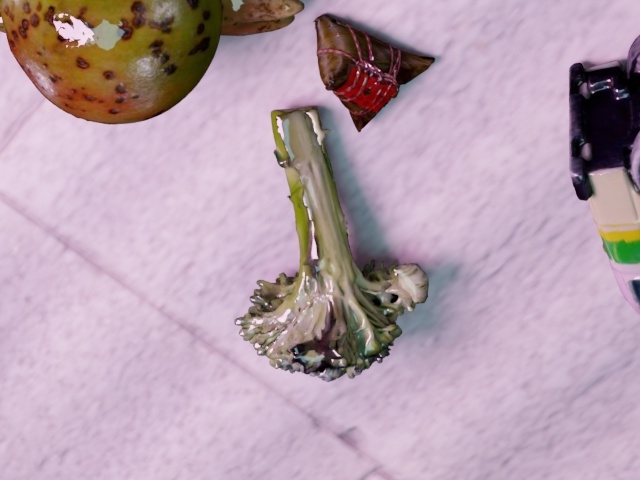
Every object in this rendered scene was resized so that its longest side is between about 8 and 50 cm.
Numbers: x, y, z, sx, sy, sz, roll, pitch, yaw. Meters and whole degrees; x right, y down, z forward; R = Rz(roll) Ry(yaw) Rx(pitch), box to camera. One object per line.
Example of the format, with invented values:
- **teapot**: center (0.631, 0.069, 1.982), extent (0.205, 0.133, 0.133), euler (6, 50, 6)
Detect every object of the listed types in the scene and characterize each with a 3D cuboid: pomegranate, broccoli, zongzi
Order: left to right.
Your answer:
- **pomegranate**: center (-0.114, -0.156, 1.127), extent (0.205, 0.159, 0.159), euler (-6, 127, -21)
- **broccoli**: center (-0.002, 0.001, 1.248), extent (0.122, 0.118, 0.204), euler (8, 112, 40)
- **zongzi**: center (0.041, -0.118, 1.189), extent (0.073, 0.067, 0.083), euler (-27, 135, 11)

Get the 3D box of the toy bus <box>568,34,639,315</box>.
- **toy bus**: center (0.329, -0.053, 1.124), extent (0.306, 0.143, 0.179), euler (-12, 123, 16)
